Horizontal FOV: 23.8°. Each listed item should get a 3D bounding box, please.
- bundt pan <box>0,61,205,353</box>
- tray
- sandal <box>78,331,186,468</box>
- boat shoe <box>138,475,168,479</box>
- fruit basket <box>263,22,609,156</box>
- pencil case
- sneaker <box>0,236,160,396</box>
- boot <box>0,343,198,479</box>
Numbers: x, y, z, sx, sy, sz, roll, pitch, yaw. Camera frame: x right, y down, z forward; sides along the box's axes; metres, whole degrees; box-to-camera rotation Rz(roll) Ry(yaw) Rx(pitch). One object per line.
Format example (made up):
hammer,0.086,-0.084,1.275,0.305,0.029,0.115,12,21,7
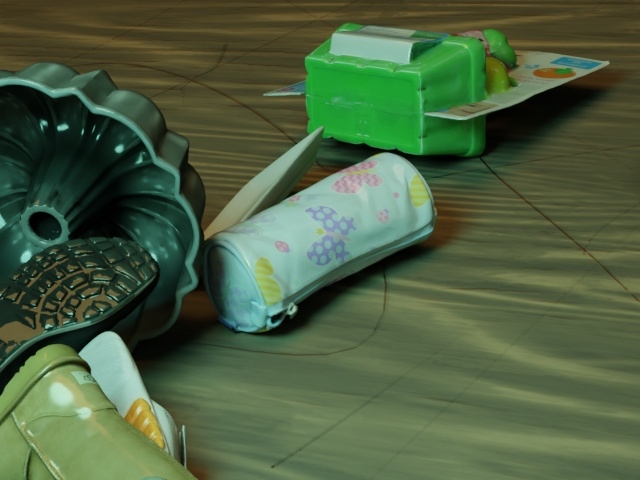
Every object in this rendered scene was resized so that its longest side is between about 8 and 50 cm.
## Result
bundt pan,-0.265,-0.044,1.575,0.331,0.330,0.124,-1,31,15
tray,-0.081,-0.038,1.793,0.145,0.030,0.270,-36,10,34
sandal,-0.162,0.183,1.357,0.102,0.076,0.265,-42,37,16
boat shoe,-0.198,0.269,0.973,0.305,0.091,0.109,-37,40,-24
fruit basket,0.155,-0.227,2.004,0.327,0.165,0.353,13,31,38
pencil case,0.000,0.000,1.653,0.273,0.113,0.124,-29,40,-34
sneaker,-0.280,0.105,1.485,0.283,0.124,0.107,-32,54,-18
boot,-0.202,0.244,1.228,0.269,0.236,0.089,43,15,35
